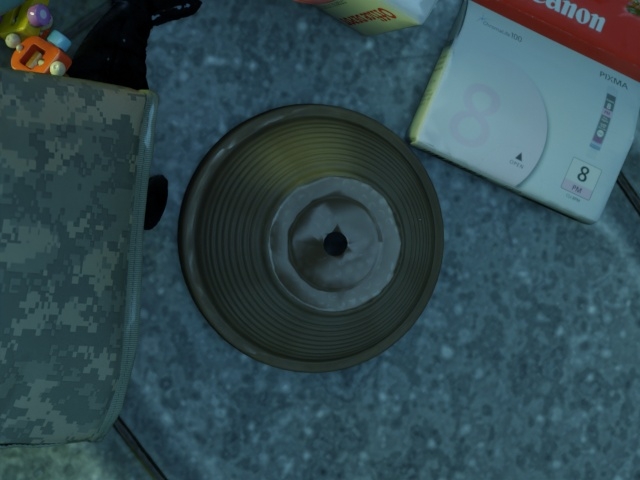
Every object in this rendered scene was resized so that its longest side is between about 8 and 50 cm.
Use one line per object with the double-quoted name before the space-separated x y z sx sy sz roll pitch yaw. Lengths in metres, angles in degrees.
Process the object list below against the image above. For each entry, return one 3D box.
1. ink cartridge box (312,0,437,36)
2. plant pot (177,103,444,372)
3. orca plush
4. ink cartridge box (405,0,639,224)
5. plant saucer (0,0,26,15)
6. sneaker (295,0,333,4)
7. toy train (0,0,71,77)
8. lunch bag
"ink cartridge box" -0.027 -0.284 1.379 0.278 0.201 0.117 29 88 -12
"plant pot" 0.000 0.000 1.449 0.237 0.110 0.237 -1 93 -11
"orca plush" -0.162 -0.080 1.398 0.151 0.102 0.287 34 73 -28
"ink cartridge box" 0.204 -0.156 1.513 0.189 0.066 0.232 23 92 -12
"plant saucer" -0.332 -0.319 1.343 0.317 0.044 0.318 4 73 -14
"sneaker" -0.047 -0.317 1.199 0.116 0.136 0.314 -35 100 -7
"toy train" -0.208 -0.190 1.399 0.166 0.125 0.046 -57 136 -8
"lunch bag" -0.260 0.016 1.238 0.235 0.169 0.287 4 91 -42
